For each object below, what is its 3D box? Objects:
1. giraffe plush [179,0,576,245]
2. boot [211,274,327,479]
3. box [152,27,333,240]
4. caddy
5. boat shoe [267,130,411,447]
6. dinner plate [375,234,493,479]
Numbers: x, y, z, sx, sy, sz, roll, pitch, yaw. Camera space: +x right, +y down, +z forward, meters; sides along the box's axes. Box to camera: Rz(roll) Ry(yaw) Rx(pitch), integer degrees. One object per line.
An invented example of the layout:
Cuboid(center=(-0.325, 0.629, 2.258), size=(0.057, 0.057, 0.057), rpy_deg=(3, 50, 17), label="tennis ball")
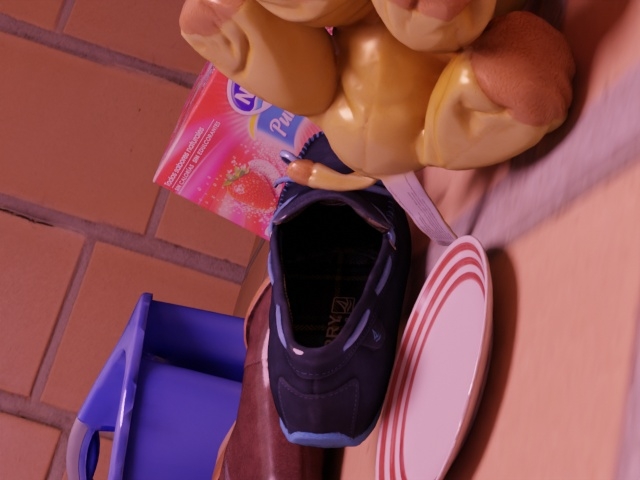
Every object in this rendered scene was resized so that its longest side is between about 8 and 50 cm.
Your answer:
Cuboid(center=(0.058, -0.125, 0.481), size=(0.171, 0.181, 0.210), rpy_deg=(-64, -32, -25), label="giraffe plush")
Cuboid(center=(-0.013, 0.146, 0.646), size=(0.207, 0.090, 0.249), rpy_deg=(-109, 37, -59), label="boot")
Cuboid(center=(-0.010, -0.159, 0.819), size=(0.300, 0.142, 0.154), rpy_deg=(-51, 18, 40), label="box")
Cuboid(center=(-0.159, 0.218, 0.931), size=(0.241, 0.179, 0.342), rpy_deg=(-96, 16, -62), label="caddy")
Cuboid(center=(0.018, 0.002, 0.583), size=(0.258, 0.108, 0.089), rpy_deg=(-95, -1, -48), label="boat shoe")
Cuboid(center=(0.056, 0.067, 0.450), size=(0.141, 0.017, 0.141), rpy_deg=(-162, 90, -84), label="dinner plate")
